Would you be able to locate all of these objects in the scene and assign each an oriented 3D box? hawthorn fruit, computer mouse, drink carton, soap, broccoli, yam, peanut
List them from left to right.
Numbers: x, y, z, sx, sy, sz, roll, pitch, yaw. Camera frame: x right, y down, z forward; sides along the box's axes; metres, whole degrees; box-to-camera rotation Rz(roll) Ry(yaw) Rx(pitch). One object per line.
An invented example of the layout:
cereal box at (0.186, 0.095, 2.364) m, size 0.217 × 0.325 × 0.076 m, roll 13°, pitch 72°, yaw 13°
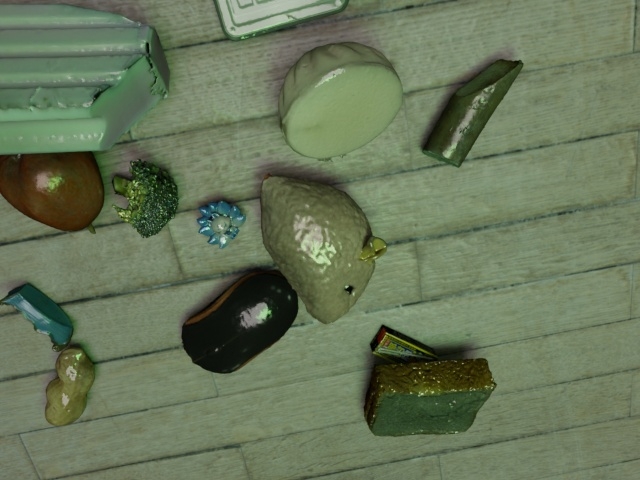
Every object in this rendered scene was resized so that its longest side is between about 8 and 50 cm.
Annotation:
soap at (-0.521, -0.296, 0.917) m, size 0.446 × 0.261 × 0.156 m, roll -4°, pitch 153°, yaw -3°
hawthorn fruit at (-0.546, -0.104, 1.043) m, size 0.199 × 0.199 × 0.251 m, roll -15°, pitch 129°, yaw 1°
peanut at (-0.628, 0.367, 1.246) m, size 0.104 × 0.086 × 0.228 m, roll 22°, pitch 105°, yaw -10°
broccoli at (-0.391, -0.094, 1.089) m, size 0.160 × 0.167 × 0.154 m, roll 19°, pitch 74°, yaw 16°
computer mouse at (-0.197, 0.205, 1.210) m, size 0.323 × 0.116 × 0.183 m, roll -39°, pitch 103°, yaw 10°
drink carton at (0.219, 0.291, 1.305) m, size 0.165 × 0.056 × 0.071 m, roll 26°, pitch 102°, yaw -13°
yam at (0.327, -0.284, 1.081) m, size 0.106 × 0.106 × 0.259 m, roll 25°, pitch 105°, yaw -13°

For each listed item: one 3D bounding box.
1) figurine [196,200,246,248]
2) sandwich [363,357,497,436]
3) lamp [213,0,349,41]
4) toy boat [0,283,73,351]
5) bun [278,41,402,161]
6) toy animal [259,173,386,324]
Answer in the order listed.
figurine at (-0.234, -0.045, 1.132) m, size 0.114 × 0.079 × 0.114 m, roll -1°, pitch 116°, yaw -1°
sandwich at (0.267, 0.417, 1.292) m, size 0.301 × 0.099 × 0.271 m, roll -1°, pitch 130°, yaw -5°
lamp at (-0.098, -0.559, 0.975) m, size 0.266 × 0.047 × 0.269 m, roll -17°, pitch 109°, yaw -2°
toy boat at (-0.669, 0.188, 1.182) m, size 0.077 × 0.075 × 0.185 m, roll -39°, pitch 113°, yaw 7°
bun at (0.020, -0.307, 1.011) m, size 0.263 × 0.263 × 0.175 m, roll -25°, pitch 66°, yaw 5°
toy animal at (-0.003, -0.006, 1.110) m, size 0.226 × 0.188 × 0.358 m, roll -33°, pitch 109°, yaw -4°
